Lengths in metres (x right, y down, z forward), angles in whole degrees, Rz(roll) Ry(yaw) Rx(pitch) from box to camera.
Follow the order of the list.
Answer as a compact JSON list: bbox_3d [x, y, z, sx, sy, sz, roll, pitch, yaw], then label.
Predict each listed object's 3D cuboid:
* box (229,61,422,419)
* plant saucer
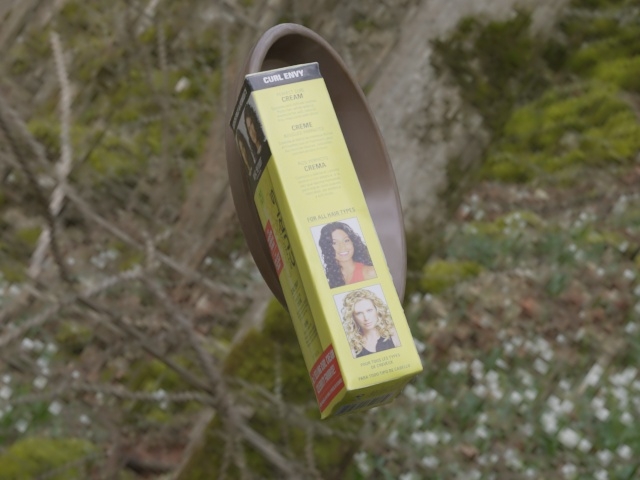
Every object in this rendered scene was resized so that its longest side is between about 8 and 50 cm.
[{"bbox_3d":[0.000,0.000,1.007,0.087,0.058,0.232,122,-48,-67],"label":"box"},{"bbox_3d":[-0.003,-0.042,1.210,0.041,0.277,0.278,-15,-25,24],"label":"plant saucer"}]
